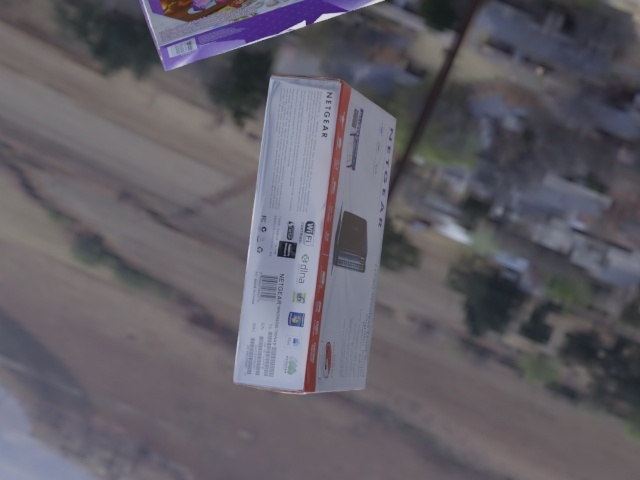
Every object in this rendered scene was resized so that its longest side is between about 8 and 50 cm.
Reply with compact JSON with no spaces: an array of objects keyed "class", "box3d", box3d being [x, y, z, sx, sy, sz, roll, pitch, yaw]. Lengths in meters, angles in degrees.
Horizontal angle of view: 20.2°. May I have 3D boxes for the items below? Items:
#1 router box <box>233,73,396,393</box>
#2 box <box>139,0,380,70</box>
[{"class":"router box","box3d":[0.000,0.000,2.028,0.082,0.336,0.301,6,178,14]},{"class":"box","box3d":[-0.069,-0.327,2.022,0.293,0.201,0.057,-18,154,-5]}]
